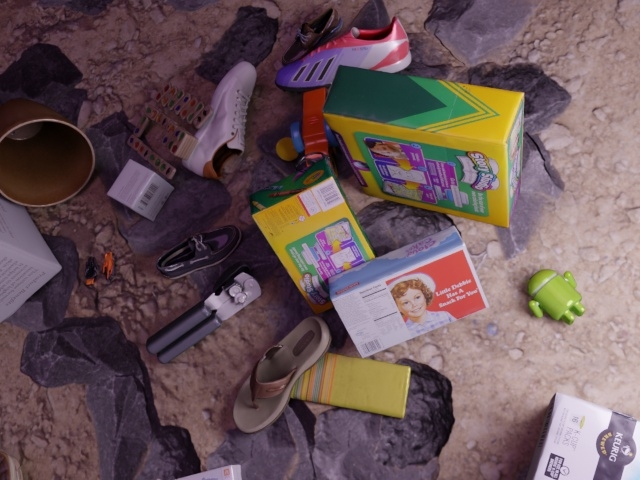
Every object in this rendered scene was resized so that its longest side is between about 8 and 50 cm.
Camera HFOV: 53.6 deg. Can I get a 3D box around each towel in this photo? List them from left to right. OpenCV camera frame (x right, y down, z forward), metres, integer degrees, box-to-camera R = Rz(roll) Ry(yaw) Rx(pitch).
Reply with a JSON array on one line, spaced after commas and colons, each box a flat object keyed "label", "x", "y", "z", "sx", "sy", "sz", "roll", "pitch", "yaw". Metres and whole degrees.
[{"label": "towel", "x": 0.056, "y": 0.281, "z": 1.255, "sx": 0.237, "sy": 0.021, "sz": 0.102, "roll": 6, "pitch": 77, "yaw": 18}]

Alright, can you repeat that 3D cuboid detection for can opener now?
[{"label": "can opener", "x": -0.250, "y": 0.159, "z": 1.372, "sx": 0.280, "sy": 0.074, "sz": 0.093, "roll": -38, "pitch": 31, "yaw": 0}]

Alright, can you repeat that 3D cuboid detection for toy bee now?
[{"label": "toy bee", "x": -0.010, "y": -0.191, "z": 1.386, "sx": 0.195, "sy": 0.162, "sz": 0.298, "roll": 7, "pitch": 49, "yaw": 27}]

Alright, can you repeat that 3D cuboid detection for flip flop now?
[{"label": "flip flop", "x": -0.087, "y": 0.260, "z": 1.253, "sx": 0.277, "sy": 0.080, "sz": 0.112, "roll": -50, "pitch": 55, "yaw": 8}]

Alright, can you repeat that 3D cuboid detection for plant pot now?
[{"label": "plant pot", "x": -0.724, "y": -0.249, "z": 1.581, "sx": 0.237, "sy": 0.237, "sz": 0.254, "roll": -44, "pitch": 52, "yaw": -1}]

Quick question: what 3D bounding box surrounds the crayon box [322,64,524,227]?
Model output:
[{"label": "crayon box", "x": 0.205, "y": -0.163, "z": 1.174, "sx": 0.313, "sy": 0.363, "sz": 0.106, "roll": 14, "pitch": 76, "yaw": 21}]

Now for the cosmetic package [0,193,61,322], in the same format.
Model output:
[{"label": "cosmetic package", "x": -0.892, "y": 0.009, "z": 1.431, "sx": 0.329, "sy": 0.393, "sz": 0.327, "roll": -41, "pitch": 66, "yaw": 0}]

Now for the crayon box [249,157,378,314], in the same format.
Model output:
[{"label": "crayon box", "x": 0.000, "y": 0.000, "z": 1.230, "sx": 0.165, "sy": 0.278, "sz": 0.081, "roll": -25, "pitch": 33, "yaw": 7}]

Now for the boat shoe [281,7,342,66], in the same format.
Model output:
[{"label": "boat shoe", "x": -0.029, "y": -0.491, "z": 1.523, "sx": 0.183, "sy": 0.066, "sz": 0.066, "roll": -46, "pitch": 65, "yaw": -2}]

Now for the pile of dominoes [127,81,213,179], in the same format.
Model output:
[{"label": "pile of dominoes", "x": -0.374, "y": -0.275, "z": 1.509, "sx": 0.251, "sy": 0.040, "sz": 0.196, "roll": 36, "pitch": 99, "yaw": 40}]

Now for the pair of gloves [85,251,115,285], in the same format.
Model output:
[{"label": "pair of gloves", "x": -0.526, "y": 0.068, "z": 1.510, "sx": 0.083, "sy": 0.010, "sz": 0.074, "roll": -13, "pitch": 70, "yaw": 15}]

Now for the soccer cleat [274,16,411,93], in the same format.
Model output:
[{"label": "soccer cleat", "x": 0.041, "y": -0.420, "z": 1.435, "sx": 0.318, "sy": 0.116, "sz": 0.108, "roll": -9, "pitch": 43, "yaw": 12}]

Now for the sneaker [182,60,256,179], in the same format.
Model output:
[{"label": "sneaker", "x": -0.203, "y": -0.273, "z": 1.488, "sx": 0.123, "sy": 0.106, "sz": 0.290, "roll": 29, "pitch": 93, "yaw": 21}]

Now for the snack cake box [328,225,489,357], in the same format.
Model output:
[{"label": "snack cake box", "x": 0.164, "y": 0.098, "z": 1.202, "sx": 0.264, "sy": 0.152, "sz": 0.089, "roll": -23, "pitch": 24, "yaw": 8}]

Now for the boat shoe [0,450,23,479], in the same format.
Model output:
[{"label": "boat shoe", "x": -0.663, "y": 0.599, "z": 1.322, "sx": 0.109, "sy": 0.098, "sz": 0.302, "roll": -13, "pitch": 65, "yaw": -2}]

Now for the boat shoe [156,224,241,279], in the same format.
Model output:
[{"label": "boat shoe", "x": -0.274, "y": 0.023, "z": 1.419, "sx": 0.206, "sy": 0.065, "sz": 0.075, "roll": -28, "pitch": 66, "yaw": 6}]

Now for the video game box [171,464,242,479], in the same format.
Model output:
[{"label": "video game box", "x": -0.241, "y": 0.555, "z": 1.234, "sx": 0.205, "sy": 0.048, "sz": 0.187, "roll": -18, "pitch": 65, "yaw": 10}]

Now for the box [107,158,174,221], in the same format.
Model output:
[{"label": "box", "x": -0.423, "y": -0.117, "z": 1.493, "sx": 0.087, "sy": 0.102, "sz": 0.101, "roll": 27, "pitch": 82, "yaw": 21}]

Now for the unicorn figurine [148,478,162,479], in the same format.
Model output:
[{"label": "unicorn figurine", "x": -0.312, "y": 0.519, "z": 1.217, "sx": 0.111, "sy": 0.060, "sz": 0.162, "roll": 46, "pitch": 105, "yaw": 26}]

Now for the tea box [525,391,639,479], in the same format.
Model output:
[{"label": "tea box", "x": 0.467, "y": 0.449, "z": 0.959, "sx": 0.324, "sy": 0.220, "sz": 0.328, "roll": 17, "pitch": 77, "yaw": 21}]

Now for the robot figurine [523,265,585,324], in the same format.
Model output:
[{"label": "robot figurine", "x": 0.434, "y": 0.101, "z": 1.174, "sx": 0.101, "sy": 0.067, "sz": 0.115, "roll": -41, "pitch": 65, "yaw": -1}]
